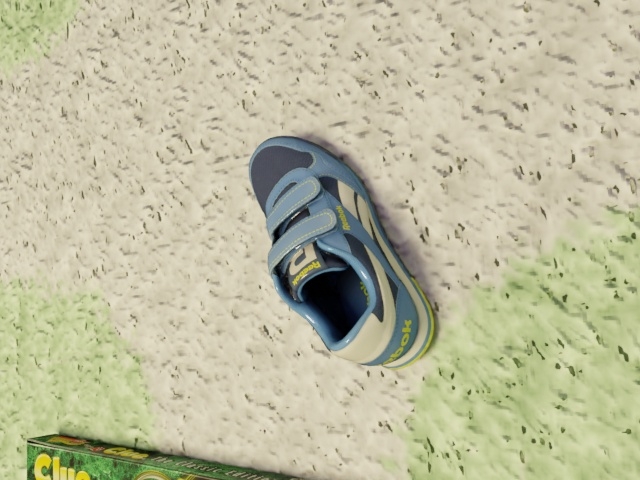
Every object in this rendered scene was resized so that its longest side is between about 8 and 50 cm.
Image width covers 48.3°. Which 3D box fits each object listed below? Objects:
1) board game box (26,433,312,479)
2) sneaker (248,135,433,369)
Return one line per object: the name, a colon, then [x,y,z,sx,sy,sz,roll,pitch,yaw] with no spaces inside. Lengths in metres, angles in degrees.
board game box: [-0.091,0.199,0.429,0.259,0.030,0.136,-2,88,34]
sneaker: [0.000,0.000,0.358,0.053,0.059,0.144,-47,62,26]
